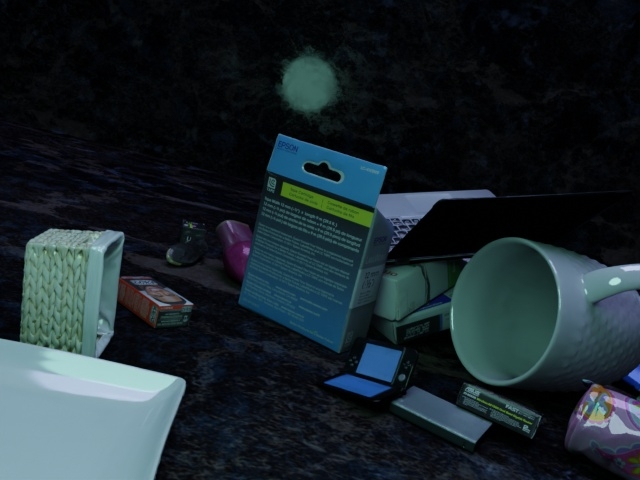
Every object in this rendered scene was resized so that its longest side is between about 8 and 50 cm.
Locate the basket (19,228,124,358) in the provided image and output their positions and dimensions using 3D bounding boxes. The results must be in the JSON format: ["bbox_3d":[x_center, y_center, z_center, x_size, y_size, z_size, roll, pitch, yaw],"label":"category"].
[{"bbox_3d":[-0.342,0.070,0.851,0.103,0.167,0.113,9,11,-6],"label":"basket"}]

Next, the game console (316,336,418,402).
[{"bbox_3d":[0.073,0.197,0.954,0.122,0.107,0.071,7,-24,40],"label":"game console"}]

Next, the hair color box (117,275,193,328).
[{"bbox_3d":[-0.291,0.103,1.065,0.141,0.043,0.072,24,13,38],"label":"hair color box"}]

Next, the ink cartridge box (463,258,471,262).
[{"bbox_3d":[0.315,0.080,1.666,0.201,0.117,0.278,-23,33,-38],"label":"ink cartridge box"}]

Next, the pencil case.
[{"bbox_3d":[0.498,0.309,0.878,0.284,0.124,0.124,20,12,33],"label":"pencil case"}]

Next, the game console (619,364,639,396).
[{"bbox_3d":[0.691,0.257,1.485,0.250,0.173,0.293,-28,51,-28],"label":"game console"}]

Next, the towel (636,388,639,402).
[{"bbox_3d":[0.825,0.370,1.238,0.325,0.038,0.248,10,13,-33],"label":"towel"}]

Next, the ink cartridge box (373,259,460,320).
[{"bbox_3d":[0.168,0.070,1.306,0.160,0.092,0.219,14,28,43],"label":"ink cartridge box"}]

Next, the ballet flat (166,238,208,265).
[{"bbox_3d":[-0.313,0.033,1.435,0.057,0.049,0.173,60,16,0],"label":"ballet flat"}]

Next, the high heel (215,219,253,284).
[{"bbox_3d":[-0.081,0.068,1.488,0.377,0.127,0.181,11,39,-41],"label":"high heel"}]

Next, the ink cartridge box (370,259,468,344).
[{"bbox_3d":[0.221,0.111,1.407,0.304,0.072,0.307,-15,20,-20],"label":"ink cartridge box"}]

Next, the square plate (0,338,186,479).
[{"bbox_3d":[-0.323,0.185,0.585,0.347,0.049,0.344,13,10,-7],"label":"square plate"}]

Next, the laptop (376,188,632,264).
[{"bbox_3d":[0.299,-0.088,1.243,0.382,0.236,0.408,-3,34,-17],"label":"laptop"}]

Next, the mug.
[{"bbox_3d":[0.491,0.137,1.163,0.328,0.276,0.374,13,-32,-28],"label":"mug"}]

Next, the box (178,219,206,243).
[{"bbox_3d":[-0.334,-0.017,1.607,0.062,0.052,0.083,11,10,-17],"label":"box"}]

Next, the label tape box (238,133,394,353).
[{"bbox_3d":[0.000,0.000,1.165,0.249,0.347,0.115,21,14,30],"label":"label tape box"}]

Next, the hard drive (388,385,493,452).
[{"bbox_3d":[0.181,0.266,0.927,0.135,0.022,0.094,20,12,28],"label":"hard drive"}]

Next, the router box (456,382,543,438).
[{"bbox_3d":[0.282,0.264,0.964,0.122,0.038,0.092,20,-5,26],"label":"router box"}]
